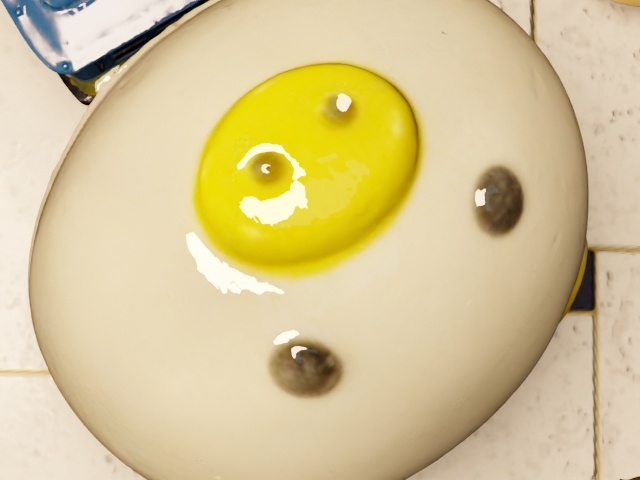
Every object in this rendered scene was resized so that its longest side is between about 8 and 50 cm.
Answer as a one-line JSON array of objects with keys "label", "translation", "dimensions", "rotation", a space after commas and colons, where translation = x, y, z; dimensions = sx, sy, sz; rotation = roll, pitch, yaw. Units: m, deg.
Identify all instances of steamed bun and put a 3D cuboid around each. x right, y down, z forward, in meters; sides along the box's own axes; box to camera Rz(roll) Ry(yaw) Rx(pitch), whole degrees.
[{"label": "steamed bun", "translation": [-0.002, -0.001, 0.804], "dimensions": [0.374, 0.334, 0.334], "rotation": [-41, 95, -8]}]

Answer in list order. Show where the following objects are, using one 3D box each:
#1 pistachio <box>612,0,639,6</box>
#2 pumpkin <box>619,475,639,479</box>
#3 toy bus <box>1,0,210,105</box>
[{"label": "pistachio", "translation": [0.252, -0.296, 0.946], "dimensions": [0.318, 0.193, 0.214], "rotation": [35, 112, -7]}, {"label": "pumpkin", "translation": [0.164, 0.268, 0.908], "dimensions": [0.149, 0.130, 0.254], "rotation": [28, 80, -10]}, {"label": "toy bus", "translation": [-0.084, -0.224, 0.862], "dimensions": [0.288, 0.175, 0.138], "rotation": [-31, 89, -4]}]
